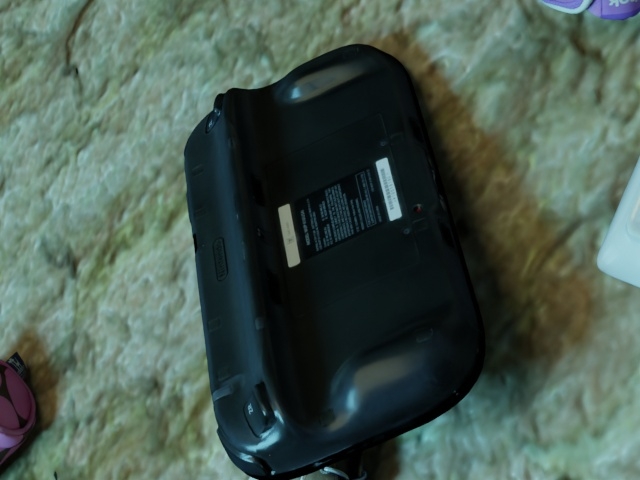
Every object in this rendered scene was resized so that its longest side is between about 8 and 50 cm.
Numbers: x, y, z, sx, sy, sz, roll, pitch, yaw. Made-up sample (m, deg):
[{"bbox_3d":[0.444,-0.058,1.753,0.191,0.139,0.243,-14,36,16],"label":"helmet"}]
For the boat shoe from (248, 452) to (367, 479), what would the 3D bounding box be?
[{"bbox_3d":[-0.002,0.151,0.943,0.066,0.066,0.183,44,117,38],"label":"boat shoe"}]

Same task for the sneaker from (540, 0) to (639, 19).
[{"bbox_3d":[0.181,-0.208,0.825,0.282,0.102,0.161,1,111,65],"label":"sneaker"}]

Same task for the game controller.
[{"bbox_3d":[0.000,0.000,0.938,0.167,0.067,0.319,-19,45,7],"label":"game controller"}]

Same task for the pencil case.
[{"bbox_3d":[-0.320,0.175,1.215,0.098,0.095,0.209,47,111,5],"label":"pencil case"}]

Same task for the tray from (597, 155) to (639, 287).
[{"bbox_3d":[0.263,-0.014,0.765,0.270,0.030,0.145,24,92,46],"label":"tray"}]
